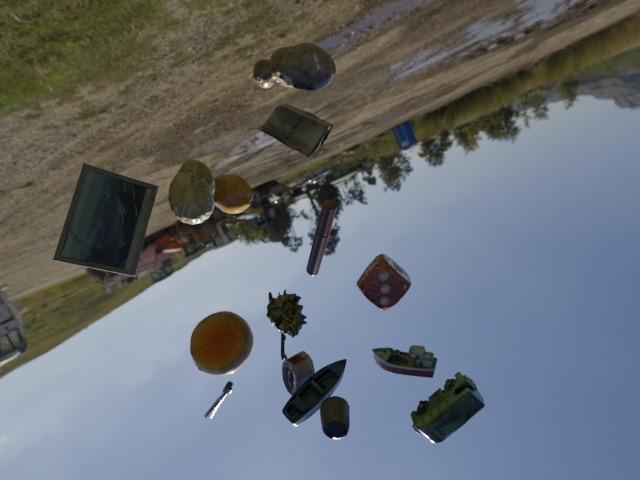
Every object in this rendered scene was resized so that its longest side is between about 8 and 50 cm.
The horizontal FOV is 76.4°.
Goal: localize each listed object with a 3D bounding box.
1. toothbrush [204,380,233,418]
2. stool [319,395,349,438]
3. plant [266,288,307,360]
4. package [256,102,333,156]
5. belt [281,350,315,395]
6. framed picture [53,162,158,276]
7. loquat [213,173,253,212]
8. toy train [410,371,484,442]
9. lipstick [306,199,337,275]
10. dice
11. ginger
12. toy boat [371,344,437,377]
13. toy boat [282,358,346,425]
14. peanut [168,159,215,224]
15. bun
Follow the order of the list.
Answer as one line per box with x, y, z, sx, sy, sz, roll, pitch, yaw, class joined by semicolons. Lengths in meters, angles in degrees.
-0.362;0.571;1.436;0.297;0.030;0.030;-56;-169;40;toothbrush
0.045;0.546;1.255;0.096;0.096;0.110;-22;-159;8;stool
-0.197;0.389;1.904;0.180;0.250;0.333;9;140;-23;plant
-0.084;-0.382;1.408;0.250;0.204;0.062;-60;174;-45;package
-0.093;0.595;1.834;0.124;0.200;0.128;-19;-141;-33;belt
-0.716;-0.066;1.378;0.248;0.334;0.022;17;166;-28;framed picture
-0.433;-0.226;1.945;0.234;0.175;0.187;26;-143;17;loquat
0.516;0.697;1.671;0.326;0.129;0.159;-44;-169;9;toy train
0.000;0.000;1.537;0.057;0.057;0.356;-28;147;-38;lipstick
0.263;0.173;1.709;0.179;0.174;0.175;-48;-177;16;dice
-0.091;-0.598;1.423;0.304;0.155;0.245;15;-144;44;ginger
0.428;0.604;2.097;0.332;0.133;0.145;1;-166;23;toy boat
-0.006;0.549;1.490;0.299;0.061;0.096;-39;-135;-22;toy boat
-0.377;-0.154;1.200;0.120;0.136;0.298;-18;-148;-2;peanut
-0.455;0.488;1.906;0.299;0.298;0.164;-22;153;1;bun
